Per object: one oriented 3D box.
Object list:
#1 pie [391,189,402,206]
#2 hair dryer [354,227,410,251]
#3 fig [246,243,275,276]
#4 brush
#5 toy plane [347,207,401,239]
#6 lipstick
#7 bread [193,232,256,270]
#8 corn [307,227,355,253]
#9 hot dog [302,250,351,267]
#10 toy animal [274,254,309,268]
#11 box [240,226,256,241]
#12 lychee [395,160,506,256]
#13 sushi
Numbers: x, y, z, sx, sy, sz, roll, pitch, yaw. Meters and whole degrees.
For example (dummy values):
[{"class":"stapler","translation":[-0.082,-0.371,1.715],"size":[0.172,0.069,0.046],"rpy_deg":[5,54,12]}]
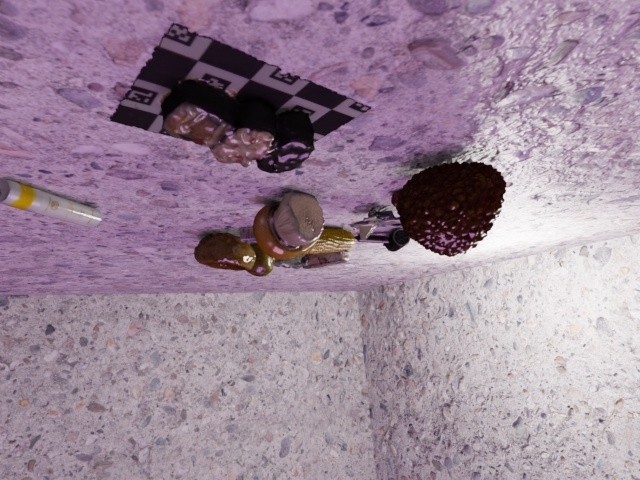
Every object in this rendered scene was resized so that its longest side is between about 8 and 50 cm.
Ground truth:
[{"class":"pie","translation":[0.289,-0.130,1.251],"size":[0.154,0.036,0.154],"rpy_deg":[-5,167,-1]},{"class":"hair dryer","translation":[0.238,-0.002,1.762],"size":[0.248,0.078,0.195],"rpy_deg":[6,167,-4]},{"class":"fig","translation":[-0.289,0.089,1.750],"size":[0.186,0.142,0.148],"rpy_deg":[-19,139,4]},{"class":"brush","translation":[-0.061,-0.045,1.235],"size":[0.166,0.174,0.267],"rpy_deg":[-25,166,33]},{"class":"toy plane","translation":[0.228,-0.075,1.391],"size":[0.262,0.088,0.192],"rpy_deg":[-18,170,12]},{"class":"lipstick","translation":[-0.672,-0.086,1.029],"size":[0.059,0.059,0.264],"rpy_deg":[-8,167,14]},{"class":"bread","translation":[-0.357,0.043,1.554],"size":[0.230,0.123,0.230],"rpy_deg":[8,168,2]},{"class":"corn","translation":[0.000,0.000,1.561],"size":[0.305,0.106,0.106],"rpy_deg":[1,166,-38]},{"class":"hot dog","translation":[0.024,0.091,2.038],"size":[0.268,0.075,0.144],"rpy_deg":[-12,169,21]},{"class":"toy animal","translation":[-0.179,0.089,1.943],"size":[0.255,0.089,0.170],"rpy_deg":[2,163,-2]},{"class":"box","translation":[-0.233,-0.023,1.489],"size":[0.117,0.050,0.036],"rpy_deg":[-5,165,-7]},{"class":"lychee","translation":[0.337,-0.090,1.035],"size":[0.271,0.271,0.271],"rpy_deg":[-5,167,-1]},{"class":"sushi","translation":[-0.136,-0.180,0.726],"size":[0.373,0.100,0.296],"rpy_deg":[7,163,-42]}]
